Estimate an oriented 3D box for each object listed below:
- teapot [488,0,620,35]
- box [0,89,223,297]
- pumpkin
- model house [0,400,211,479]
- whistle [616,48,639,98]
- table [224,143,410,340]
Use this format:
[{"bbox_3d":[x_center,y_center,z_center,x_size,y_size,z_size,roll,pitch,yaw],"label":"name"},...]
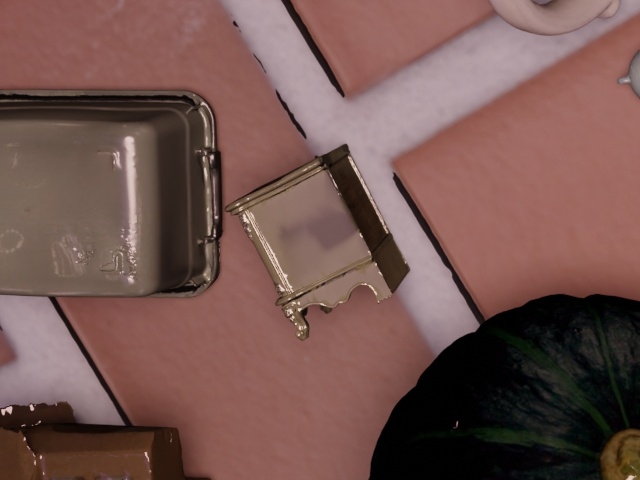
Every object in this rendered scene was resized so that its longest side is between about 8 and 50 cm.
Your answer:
[{"bbox_3d":[0.122,-0.250,0.751,0.208,0.166,0.299,18,111,31],"label":"teapot"},{"bbox_3d":[-0.148,-0.023,0.873,0.172,0.093,0.124,0,99,13],"label":"box"},{"bbox_3d":[0.140,0.162,0.790,0.248,0.248,0.248,2,100,13],"label":"pumpkin"},{"bbox_3d":[-0.197,0.183,0.873,0.248,0.181,0.176,-3,98,12],"label":"model house"},{"bbox_3d":[0.206,-0.092,0.809,0.100,0.035,0.035,-10,97,14],"label":"whistle"},{"bbox_3d":[0.000,0.000,0.849,0.062,0.079,0.083,-27,94,15],"label":"table"}]
